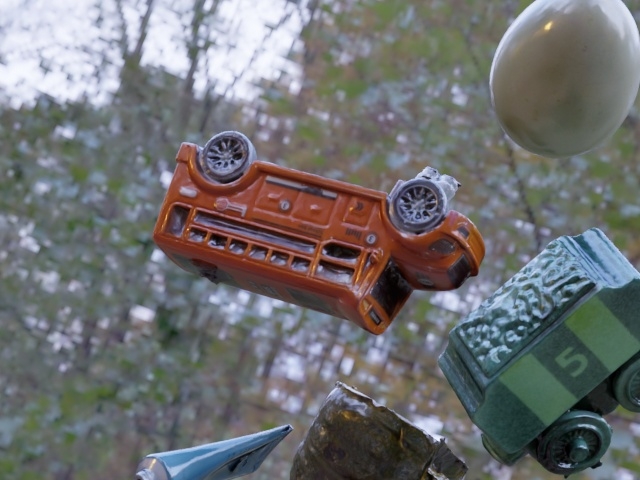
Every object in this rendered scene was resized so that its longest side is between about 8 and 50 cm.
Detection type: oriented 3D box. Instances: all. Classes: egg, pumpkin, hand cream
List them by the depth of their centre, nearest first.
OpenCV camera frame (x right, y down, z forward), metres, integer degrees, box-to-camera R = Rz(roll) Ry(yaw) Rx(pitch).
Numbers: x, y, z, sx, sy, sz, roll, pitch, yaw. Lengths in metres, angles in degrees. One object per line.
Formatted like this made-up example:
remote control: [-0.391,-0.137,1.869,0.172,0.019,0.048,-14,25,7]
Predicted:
hand cream: [-0.115,0.235,1.519,0.048,0.083,0.224,51,29,22]
egg: [0.317,-0.218,1.868,0.188,0.188,0.253,20,-40,0]
pumpkin: [0.087,0.364,2.118,0.242,0.232,0.325,24,-8,30]

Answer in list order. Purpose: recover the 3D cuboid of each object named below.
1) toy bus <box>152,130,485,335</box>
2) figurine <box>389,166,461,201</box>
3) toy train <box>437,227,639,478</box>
toy bus: [0.000,0.000,1.520,0.329,0.153,0.143,15,-16,20]
figurine: [0.110,-0.003,1.970,0.137,0.229,0.112,29,-19,16]
toy train: [0.293,0.136,1.733,0.238,0.299,0.167,44,8,-33]
